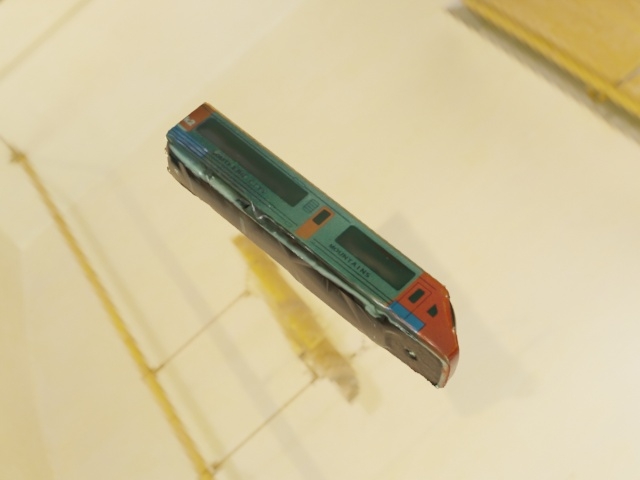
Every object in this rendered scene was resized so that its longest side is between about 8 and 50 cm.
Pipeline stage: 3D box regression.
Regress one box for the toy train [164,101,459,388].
[{"bbox_3d":[0.000,0.000,1.346,0.409,0.089,0.086,38,155,19],"label":"toy train"}]
